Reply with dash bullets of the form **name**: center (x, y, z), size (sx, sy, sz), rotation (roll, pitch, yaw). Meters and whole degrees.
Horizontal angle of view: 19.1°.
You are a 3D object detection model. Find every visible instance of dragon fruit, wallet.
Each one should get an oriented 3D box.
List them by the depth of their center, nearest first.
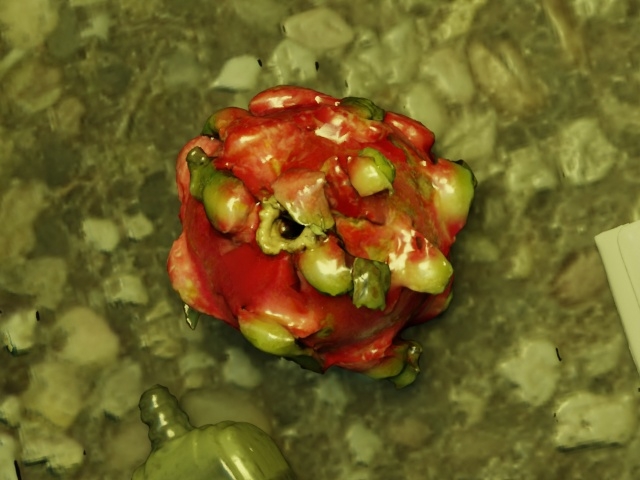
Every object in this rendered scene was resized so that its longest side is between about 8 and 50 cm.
- **dragon fruit**: center (0.000, 0.000, 0.967), size (0.160, 0.172, 0.166), rotation (-38, 82, 17)
- **wallet**: center (0.187, 0.045, 0.983), size (0.061, 0.025, 0.122), rotation (-20, 87, 26)

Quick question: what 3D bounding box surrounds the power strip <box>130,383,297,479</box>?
- **power strip**: center (-0.001, 0.251, 1.043), size (0.092, 0.066, 0.388), rotation (-30, 86, 20)
